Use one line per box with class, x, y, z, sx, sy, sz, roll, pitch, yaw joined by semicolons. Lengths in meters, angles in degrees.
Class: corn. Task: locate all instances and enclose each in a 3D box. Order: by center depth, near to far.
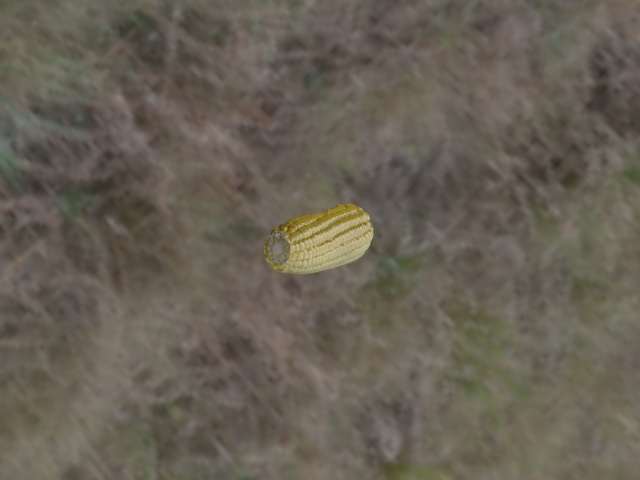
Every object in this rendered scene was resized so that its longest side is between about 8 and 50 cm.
corn;0.000;0.000;1.037;0.092;0.037;0.037;-13;139;-56
